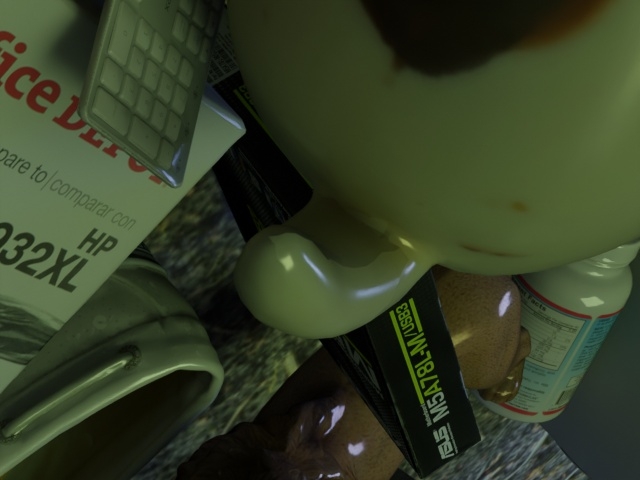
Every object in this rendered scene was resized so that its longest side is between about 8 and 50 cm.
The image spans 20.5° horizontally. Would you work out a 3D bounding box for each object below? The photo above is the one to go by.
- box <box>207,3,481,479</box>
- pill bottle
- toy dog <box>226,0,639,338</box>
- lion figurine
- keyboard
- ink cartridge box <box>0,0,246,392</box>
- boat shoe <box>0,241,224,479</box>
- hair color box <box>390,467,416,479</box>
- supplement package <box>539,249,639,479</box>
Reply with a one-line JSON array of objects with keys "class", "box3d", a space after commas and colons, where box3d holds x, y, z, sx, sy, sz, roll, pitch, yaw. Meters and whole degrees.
[{"class": "box", "box3d": [0.000, 0.000, 0.866, 0.045, 0.191, 0.184, -31, 145, -10]}, {"class": "pill bottle", "box3d": [0.161, 0.043, 1.222, 0.087, 0.087, 0.160, -12, 138, -41]}, {"class": "toy dog", "box3d": [0.086, -0.190, 0.560, 0.395, 0.284, 0.408, -39, 160, -23]}, {"class": "lion figurine", "box3d": [0.025, 0.103, 1.019, 0.392, 0.142, 0.240, -58, 168, -32]}, {"class": "keyboard", "box3d": [-0.043, -0.151, 0.667, 0.072, 0.014, 0.256, 47, 52, -63]}, {"class": "ink cartridge box", "box3d": [-0.212, -0.005, 0.684, 0.307, 0.129, 0.223, -47, 150, 6]}, {"class": "boat shoe", "box3d": [-0.187, 0.169, 0.905, 0.367, 0.156, 0.136, -43, 150, 0]}, {"class": "hair color box", "box3d": [0.018, 0.316, 1.235, 0.185, 0.110, 0.339, -41, 141, -24]}, {"class": "supplement package", "box3d": [0.294, 0.040, 1.285, 0.175, 0.177, 0.293, -13, 139, -41]}]
